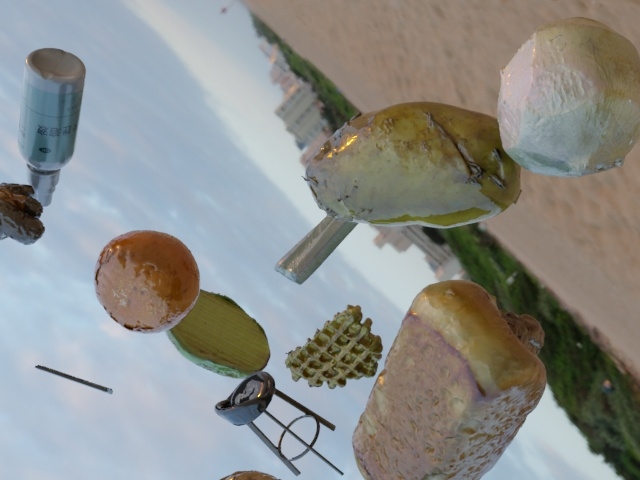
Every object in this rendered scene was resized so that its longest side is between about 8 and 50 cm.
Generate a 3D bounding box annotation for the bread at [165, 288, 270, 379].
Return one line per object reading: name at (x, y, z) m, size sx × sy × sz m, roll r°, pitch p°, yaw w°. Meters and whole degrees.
bread at (-0.256, 0.220, 1.931) m, size 0.301 × 0.045 × 0.301 m, roll 29°, pitch -155°, yaw -15°

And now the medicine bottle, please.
medicine bottle at (-0.539, -0.205, 1.575) m, size 0.110 × 0.351 × 0.110 m, roll 13°, pitch -138°, yaw -12°

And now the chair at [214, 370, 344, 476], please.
chair at (-0.058, 0.275, 1.214) m, size 0.221 × 0.104 × 0.095 m, roll 43°, pitch -133°, yaw -31°

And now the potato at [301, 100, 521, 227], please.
potato at (0.121, -0.102, 1.094) m, size 0.301 × 0.172 × 0.140 m, roll 0°, pitch -179°, yaw 21°

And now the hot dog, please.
hot dog at (0.201, 0.226, 1.169) m, size 0.223 × 0.405 × 0.185 m, roll -19°, pitch -129°, yaw -36°

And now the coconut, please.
coconut at (0.298, -0.158, 0.947) m, size 0.194 × 0.194 × 0.194 m, roll 41°, pitch -171°, yaw -8°

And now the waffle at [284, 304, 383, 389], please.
waffle at (0.015, 0.180, 1.312) m, size 0.160 × 0.192 × 0.046 m, roll 62°, pitch -149°, yaw -31°

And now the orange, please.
orange at (-0.311, 0.070, 1.443) m, size 0.193 × 0.193 × 0.161 m, roll 42°, pitch -158°, yaw -2°

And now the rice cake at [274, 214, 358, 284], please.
rice cake at (0.001, -0.001, 1.677) m, size 0.080 × 0.221 × 0.042 m, roll 26°, pitch 157°, yaw 49°

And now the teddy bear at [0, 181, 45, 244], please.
teddy bear at (-0.625, -0.046, 1.550) m, size 0.140 × 0.177 × 0.190 m, roll 58°, pitch -175°, yaw -22°

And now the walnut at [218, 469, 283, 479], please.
walnut at (-0.155, 0.544, 1.492) m, size 0.198 × 0.245 × 0.198 m, roll 37°, pitch 156°, yaw 20°

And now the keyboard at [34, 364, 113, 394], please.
keyboard at (-0.561, 0.317, 1.819) m, size 0.176 × 0.014 × 0.055 m, roll 17°, pitch 166°, yaw 4°
